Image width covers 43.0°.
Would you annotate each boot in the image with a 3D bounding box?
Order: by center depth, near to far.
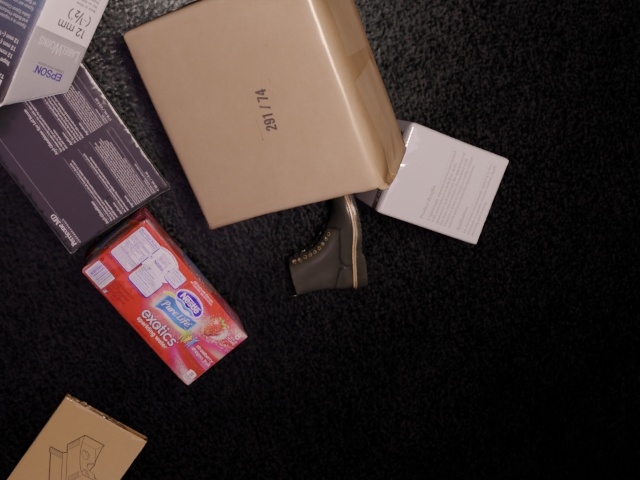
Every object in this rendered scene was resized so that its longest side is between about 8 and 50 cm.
[{"bbox_3d":[0.000,0.000,1.374,0.137,0.077,0.198,-11,104,-5],"label":"boot"}]

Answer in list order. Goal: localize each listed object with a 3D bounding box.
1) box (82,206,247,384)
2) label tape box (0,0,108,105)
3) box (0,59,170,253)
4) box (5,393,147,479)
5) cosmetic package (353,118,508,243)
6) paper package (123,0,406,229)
[{"bbox_3d":[-0.249,0.087,1.306,0.128,0.122,0.257,-39,109,-2],"label":"box"},{"bbox_3d":[-0.439,-0.315,1.109,0.249,0.115,0.348,29,98,22],"label":"label tape box"},{"bbox_3d":[-0.380,-0.142,1.233,0.184,0.103,0.261,-35,108,-7],"label":"box"},{"bbox_3d":[-0.420,0.383,1.390,0.164,0.021,0.201,35,93,-18],"label":"box"},{"bbox_3d":[0.178,-0.102,1.347,0.183,0.151,0.151,19,98,-17],"label":"cosmetic package"},{"bbox_3d":[-0.074,-0.212,1.191,0.309,0.168,0.325,-13,111,25],"label":"paper package"}]
